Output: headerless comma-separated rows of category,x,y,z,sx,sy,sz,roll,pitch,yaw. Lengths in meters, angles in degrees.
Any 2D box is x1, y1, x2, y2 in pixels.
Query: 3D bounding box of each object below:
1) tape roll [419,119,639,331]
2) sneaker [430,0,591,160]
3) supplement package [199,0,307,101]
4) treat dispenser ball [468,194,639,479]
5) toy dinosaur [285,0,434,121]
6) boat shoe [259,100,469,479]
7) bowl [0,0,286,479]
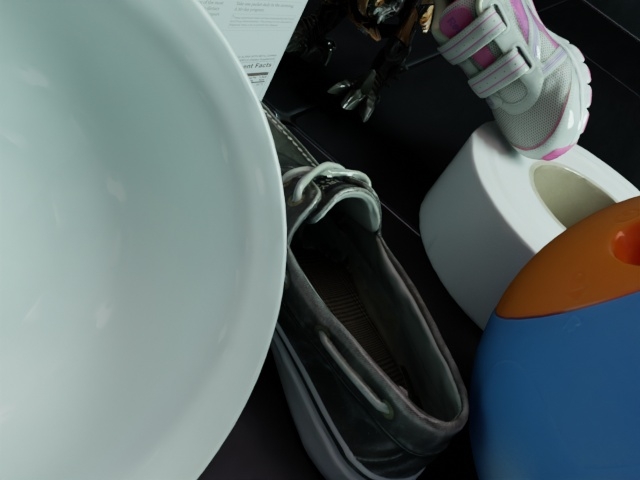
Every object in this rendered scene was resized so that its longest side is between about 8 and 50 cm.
tape roll,0.248,0.004,0.641,0.286,0.100,0.286,20,40,-18
sneaker,0.167,-0.191,0.606,0.111,0.103,0.252,-10,73,-35
supplement package,-0.181,-0.224,0.544,0.261,0.145,0.204,-19,62,-45
treat dispenser ball,0.235,0.109,0.370,0.288,0.288,0.288,19,41,-17
toy dinosaur,0.071,-0.262,0.679,0.322,0.218,0.164,12,34,-49
boat shoe,0.000,0.000,0.436,0.121,0.119,0.335,-11,61,-42
bowl,-0.169,0.003,0.276,0.297,0.298,0.134,-11,13,-41
